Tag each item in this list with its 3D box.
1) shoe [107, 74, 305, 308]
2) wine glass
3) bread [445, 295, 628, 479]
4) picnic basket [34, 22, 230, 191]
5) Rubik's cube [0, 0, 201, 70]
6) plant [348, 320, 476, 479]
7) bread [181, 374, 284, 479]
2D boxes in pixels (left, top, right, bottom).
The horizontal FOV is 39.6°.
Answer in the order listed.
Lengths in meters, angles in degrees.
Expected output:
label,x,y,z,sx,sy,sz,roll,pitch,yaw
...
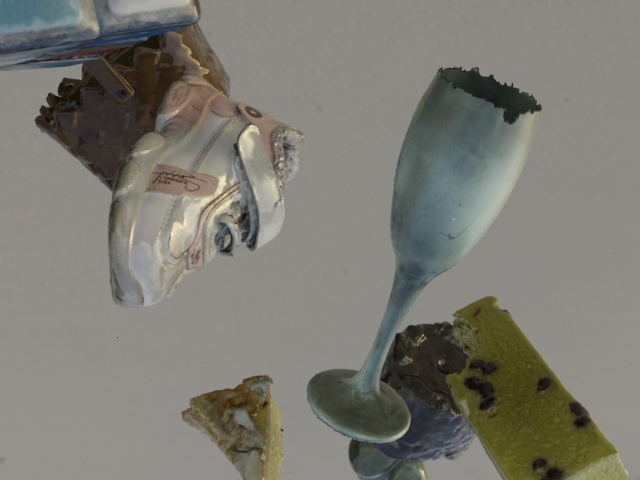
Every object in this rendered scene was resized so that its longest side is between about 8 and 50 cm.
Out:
label,x,y,z,sx,sy,sz,roll,pitch,yaw
shoe,-0.140,-0.060,1.119,0.198,0.350,0.171,15,144,2
wine glass,0.000,0.000,0.699,0.264,0.096,0.309,12,117,-15
bread,0.162,0.133,0.749,0.088,0.226,0.049,-31,125,0
picnic basket,-0.320,-0.272,1.388,0.291,0.254,0.321,-33,117,9
Rubik's cube,-0.366,-0.340,0.879,0.363,0.362,0.359,-13,-170,-32
plant,0.115,0.225,1.101,0.149,0.146,0.274,3,133,-14
bread,-0.103,0.269,1.166,0.127,0.152,0.147,-14,156,0
